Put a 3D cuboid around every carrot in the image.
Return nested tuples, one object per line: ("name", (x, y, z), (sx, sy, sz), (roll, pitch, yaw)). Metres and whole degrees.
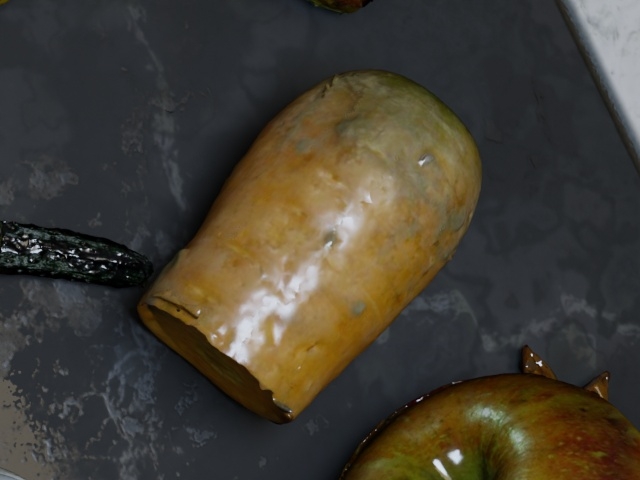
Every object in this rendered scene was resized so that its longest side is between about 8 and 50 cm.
("carrot", (0.000, 0.000, 1.708), (0.224, 0.224, 0.341), (42, 72, -12))

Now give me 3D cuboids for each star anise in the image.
("star anise", (0.266, 0.206, 1.884), (0.157, 0.053, 0.212), (-14, 84, -28))

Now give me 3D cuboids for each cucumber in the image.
("cucumber", (-0.238, 0.013, 1.682), (0.181, 0.053, 0.053), (9, 75, -27))

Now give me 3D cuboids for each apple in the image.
("apple", (0.188, 0.324, 1.688), (0.374, 0.374, 0.384), (32, 30, -17))

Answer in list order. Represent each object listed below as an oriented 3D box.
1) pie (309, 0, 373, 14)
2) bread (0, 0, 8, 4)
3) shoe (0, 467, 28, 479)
("pie", (0.025, -0.402, 1.868), (0.354, 0.103, 0.288), (-41, 99, -23))
("bread", (-0.322, -0.308, 1.686), (0.233, 0.088, 0.161), (-38, 94, -29))
("shoe", (-0.352, 0.320, 1.471), (0.351, 0.198, 0.172), (-35, 100, -26))
